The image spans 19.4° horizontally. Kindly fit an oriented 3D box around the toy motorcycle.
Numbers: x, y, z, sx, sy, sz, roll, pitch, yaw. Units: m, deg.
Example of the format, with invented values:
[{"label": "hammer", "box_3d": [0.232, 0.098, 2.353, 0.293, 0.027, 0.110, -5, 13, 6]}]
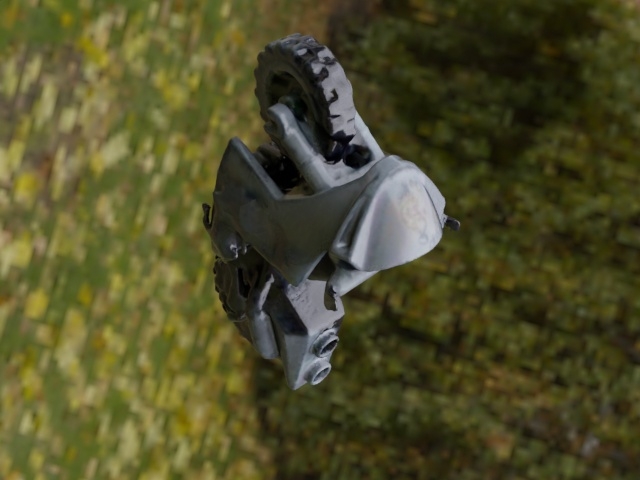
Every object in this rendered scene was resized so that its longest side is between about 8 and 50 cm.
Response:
[{"label": "toy motorcycle", "box_3d": [0.000, 0.000, 1.168, 0.106, 0.159, 0.270, -30, 151, -31]}]
